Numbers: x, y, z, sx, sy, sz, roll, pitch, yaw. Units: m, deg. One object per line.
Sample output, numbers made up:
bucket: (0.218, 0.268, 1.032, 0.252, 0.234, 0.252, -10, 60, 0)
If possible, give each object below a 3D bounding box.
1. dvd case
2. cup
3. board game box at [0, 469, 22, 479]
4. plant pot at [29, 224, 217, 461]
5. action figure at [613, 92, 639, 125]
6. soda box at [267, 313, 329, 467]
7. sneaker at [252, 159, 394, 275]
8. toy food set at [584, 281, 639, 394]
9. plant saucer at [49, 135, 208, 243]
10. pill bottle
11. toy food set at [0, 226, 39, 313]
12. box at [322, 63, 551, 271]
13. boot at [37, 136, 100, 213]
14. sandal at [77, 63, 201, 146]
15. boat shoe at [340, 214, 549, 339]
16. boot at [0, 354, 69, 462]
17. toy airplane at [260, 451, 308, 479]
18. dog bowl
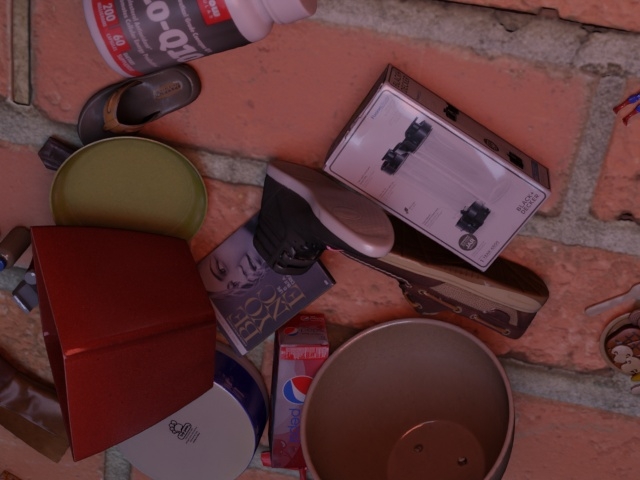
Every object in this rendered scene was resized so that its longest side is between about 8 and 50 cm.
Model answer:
dvd case: (-0.101, 0.063, 1.640, 0.221, 0.018, 0.164, -39, 82, 27)
cup: (0.161, 0.323, 1.631, 0.331, 0.331, 0.237, -10, 144, 15)
board game box: (-0.647, 0.550, 1.943, 0.045, 0.193, 0.147, 32, 120, -8)
plant pot: (-0.297, 0.137, 1.587, 0.235, 0.267, 0.267, -11, 138, -18)
action figure: (0.462, -0.204, 1.423, 0.115, 0.030, 0.038, -39, 101, 24)
soda box: (-0.039, 0.253, 1.721, 0.083, 0.092, 0.263, 1, 120, -8)
sneaker: (0.000, 0.000, 1.480, 0.104, 0.295, 0.147, 1, 113, -35)
toy food set: (0.504, 0.165, 1.610, 0.132, 0.038, 0.192, -27, 111, 23)
plant saucer: (-0.296, -0.068, 1.597, 0.240, 0.037, 0.241, -4, 127, -6)
pill bottle: (-0.160, -0.331, 1.386, 0.283, 0.161, 0.161, -13, 116, 17)
toy food set: (-0.482, 0.069, 1.698, 0.111, 0.104, 0.232, -28, 110, 23)
box: (0.169, -0.105, 1.495, 0.290, 0.087, 0.169, 31, 119, -8)
boot: (-0.394, -0.102, 1.628, 0.114, 0.037, 0.106, 18, 114, 0)
sandal: (-0.278, -0.195, 1.541, 0.219, 0.060, 0.090, -19, 113, 19)
boat shoe: (0.171, 0.064, 1.573, 0.342, 0.123, 0.123, 18, 119, -7)
boot: (-0.593, 0.322, 1.889, 0.280, 0.096, 0.264, 34, 112, -17)
toy airplane: (-0.035, 0.416, 1.853, 0.151, 0.028, 0.151, 4, 119, 7)
dog bowl: (-0.226, 0.298, 1.777, 0.264, 0.104, 0.265, 4, 118, 8)
